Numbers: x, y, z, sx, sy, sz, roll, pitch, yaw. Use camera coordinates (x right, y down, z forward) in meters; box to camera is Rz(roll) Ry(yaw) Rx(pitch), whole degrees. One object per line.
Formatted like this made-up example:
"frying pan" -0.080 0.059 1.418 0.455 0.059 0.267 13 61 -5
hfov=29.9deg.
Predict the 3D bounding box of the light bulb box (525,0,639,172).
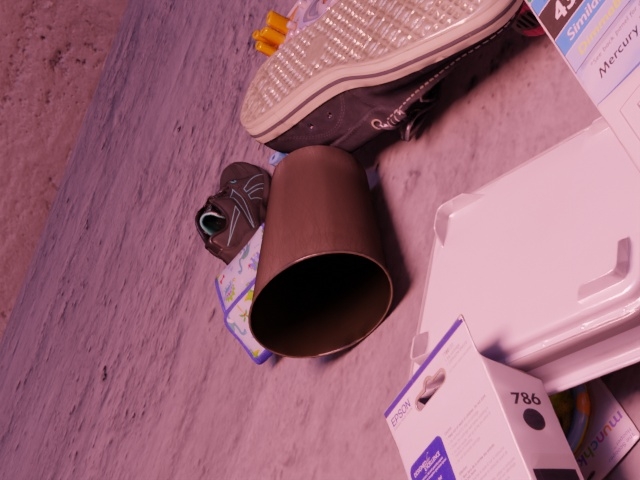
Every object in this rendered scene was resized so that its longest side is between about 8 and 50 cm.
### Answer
"light bulb box" 0.366 -0.226 0.891 0.358 0.225 0.361 -52 31 25

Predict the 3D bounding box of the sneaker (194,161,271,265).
"sneaker" -0.133 -0.049 1.836 0.101 0.106 0.267 -56 27 25

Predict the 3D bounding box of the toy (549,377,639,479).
"toy" 0.188 0.149 1.124 0.137 0.056 0.237 -58 28 20

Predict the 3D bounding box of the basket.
"basket" 0.000 0.000 1.501 0.204 0.154 0.227 -45 30 36

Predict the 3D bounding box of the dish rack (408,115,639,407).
"dish rack" 0.204 0.012 1.116 0.333 0.072 0.286 -30 33 42

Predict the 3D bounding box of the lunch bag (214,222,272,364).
"lunch bag" -0.069 0.075 1.637 0.129 0.096 0.151 -47 46 30

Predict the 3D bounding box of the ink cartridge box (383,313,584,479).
"ink cartridge box" 0.157 0.240 1.007 0.165 0.065 0.333 -58 38 42

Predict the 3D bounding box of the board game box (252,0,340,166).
"board game box" 0.023 -0.347 1.836 0.390 0.050 0.390 -51 30 30

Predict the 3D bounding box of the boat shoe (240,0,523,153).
"boat shoe" 0.089 -0.221 1.496 0.500 0.156 0.187 -25 43 51

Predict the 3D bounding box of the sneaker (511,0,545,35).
"sneaker" 0.262 -0.276 1.351 0.119 0.047 0.057 -36 18 46
